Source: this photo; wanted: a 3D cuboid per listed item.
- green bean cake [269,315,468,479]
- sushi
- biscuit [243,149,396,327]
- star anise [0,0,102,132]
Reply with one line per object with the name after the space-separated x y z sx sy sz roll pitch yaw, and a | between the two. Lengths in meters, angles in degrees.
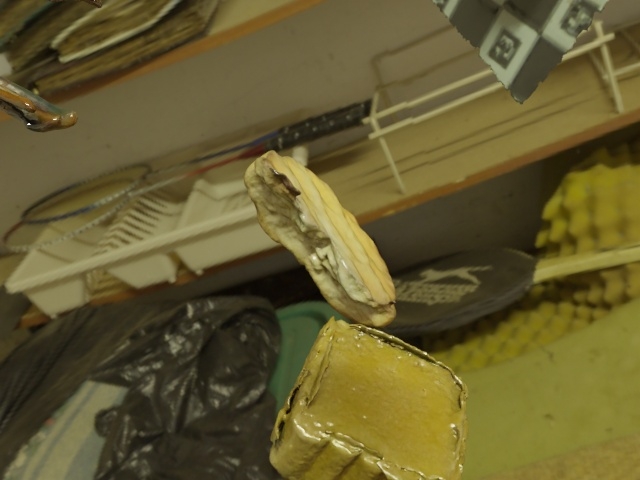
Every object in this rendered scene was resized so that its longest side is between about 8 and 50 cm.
0.063 0.232 0.957 0.229 0.131 0.224 25 38 0 | green bean cake
0.089 -0.181 0.383 0.139 0.031 0.201 -55 45 32 | sushi
0.000 0.000 0.669 0.061 0.183 0.118 -39 6 17 | biscuit
-0.255 -0.256 0.617 0.148 0.347 0.237 -11 -2 -29 | star anise
